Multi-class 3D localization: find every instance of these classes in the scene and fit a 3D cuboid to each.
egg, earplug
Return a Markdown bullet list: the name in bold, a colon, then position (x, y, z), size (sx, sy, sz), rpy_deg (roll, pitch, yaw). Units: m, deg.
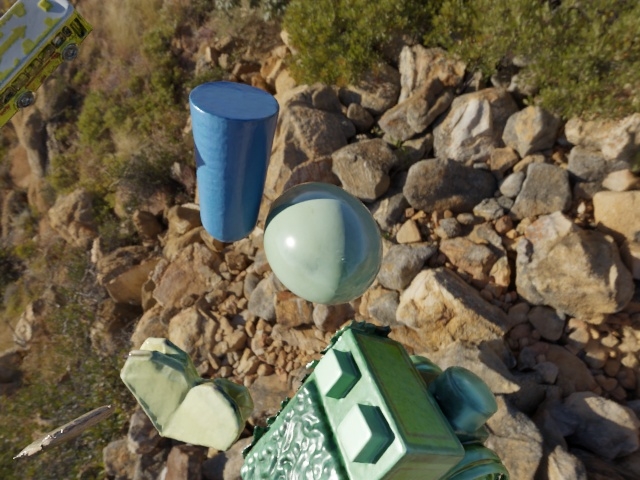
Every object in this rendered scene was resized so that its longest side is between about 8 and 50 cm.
- **egg**: position (0.000, 0.000, 0.725), size (0.203, 0.203, 0.282), rpy_deg (-33, 37, -3)
- **earplug**: position (-0.151, -0.110, 0.684), size (0.133, 0.273, 0.132), rpy_deg (8, 41, -7)

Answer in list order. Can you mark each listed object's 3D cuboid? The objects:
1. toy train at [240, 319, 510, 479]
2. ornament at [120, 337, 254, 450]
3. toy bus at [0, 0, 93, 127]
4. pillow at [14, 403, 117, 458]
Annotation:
- **toy train**: position (0.046, 0.222, 0.401), size (0.271, 0.188, 0.159), rpy_deg (-55, 33, 20)
- **ornament**: position (-0.217, 0.254, 0.620), size (0.201, 0.059, 0.180), rpy_deg (34, 118, -1)
- **toy bus**: position (-0.456, -0.276, 0.604), size (0.081, 0.074, 0.226), rpy_deg (39, 82, -2)
- **pillow**: position (-0.498, 0.376, 0.789), size (0.211, 0.135, 0.034), rpy_deg (-33, 78, 32)
